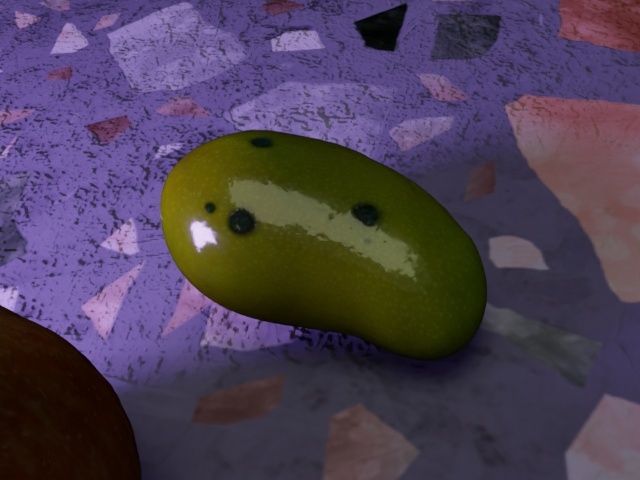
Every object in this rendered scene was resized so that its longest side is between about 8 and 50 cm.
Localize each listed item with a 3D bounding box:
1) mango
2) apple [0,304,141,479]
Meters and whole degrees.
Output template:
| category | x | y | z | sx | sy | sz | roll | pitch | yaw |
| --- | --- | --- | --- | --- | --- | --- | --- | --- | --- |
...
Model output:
| category | x | y | z | sx | sy | sz | roll | pitch | yaw |
| --- | --- | --- | --- | --- | --- | --- | --- | --- | --- |
| mango | 0.000 | 0.000 | 0.626 | 0.293 | 0.143 | 0.175 | 22 | 53 | 21 |
| apple | -0.257 | 0.149 | 0.436 | 0.277 | 0.250 | 0.309 | -12 | 39 | 2 |
